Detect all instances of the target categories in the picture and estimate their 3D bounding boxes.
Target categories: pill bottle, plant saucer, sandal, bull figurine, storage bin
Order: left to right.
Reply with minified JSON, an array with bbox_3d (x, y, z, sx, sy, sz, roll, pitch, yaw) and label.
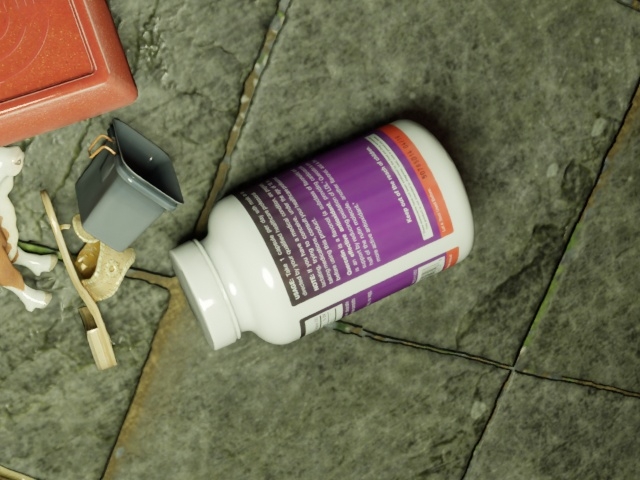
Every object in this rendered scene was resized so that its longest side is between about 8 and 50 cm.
[{"bbox_3d":[-0.389,0.036,1.320,0.188,0.101,0.310,39,92,-31],"label":"bull figurine"},{"bbox_3d":[-0.337,-0.222,1.226,0.258,0.047,0.259,-20,96,-14],"label":"plant saucer"},{"bbox_3d":[-0.242,0.034,1.389,0.079,0.088,0.240,-18,124,-11],"label":"sandal"},{"bbox_3d":[-0.217,-0.057,1.342,0.098,0.135,0.091,35,104,-29],"label":"storage bin"},{"bbox_3d":[0.000,0.000,1.419,0.323,0.181,0.182,-24,117,-12],"label":"pill bottle"}]

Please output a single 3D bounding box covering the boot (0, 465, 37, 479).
[{"bbox_3d":[-0.427,0.331,1.435,0.213,0.077,0.165,17,103,-32],"label":"boot"}]
